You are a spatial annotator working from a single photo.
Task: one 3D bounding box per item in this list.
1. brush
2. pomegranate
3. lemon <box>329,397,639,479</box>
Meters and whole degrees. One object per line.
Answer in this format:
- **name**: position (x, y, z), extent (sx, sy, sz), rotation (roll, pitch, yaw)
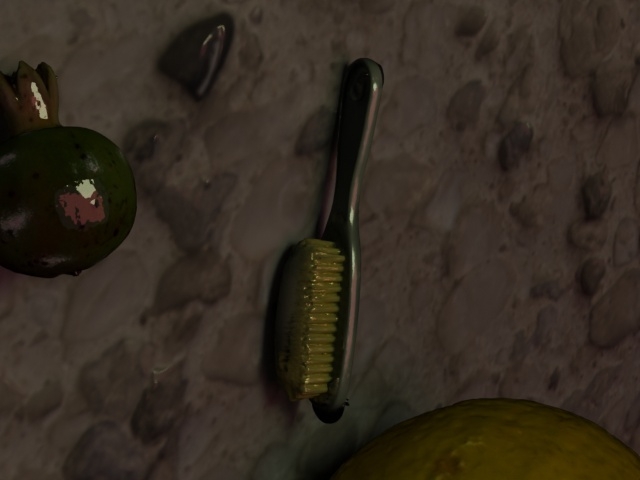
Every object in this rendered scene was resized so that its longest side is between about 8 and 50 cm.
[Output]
- **brush**: position (0.000, 0.000, 1.405), extent (0.060, 0.068, 0.297), rotation (4, 96, -29)
- **pomegranate**: position (-0.177, -0.045, 1.133), extent (0.114, 0.114, 0.142), rotation (-14, 88, -48)
- **lemon**: position (0.131, 0.309, 1.441), extent (0.387, 0.350, 0.350), rotation (-33, 127, -47)
